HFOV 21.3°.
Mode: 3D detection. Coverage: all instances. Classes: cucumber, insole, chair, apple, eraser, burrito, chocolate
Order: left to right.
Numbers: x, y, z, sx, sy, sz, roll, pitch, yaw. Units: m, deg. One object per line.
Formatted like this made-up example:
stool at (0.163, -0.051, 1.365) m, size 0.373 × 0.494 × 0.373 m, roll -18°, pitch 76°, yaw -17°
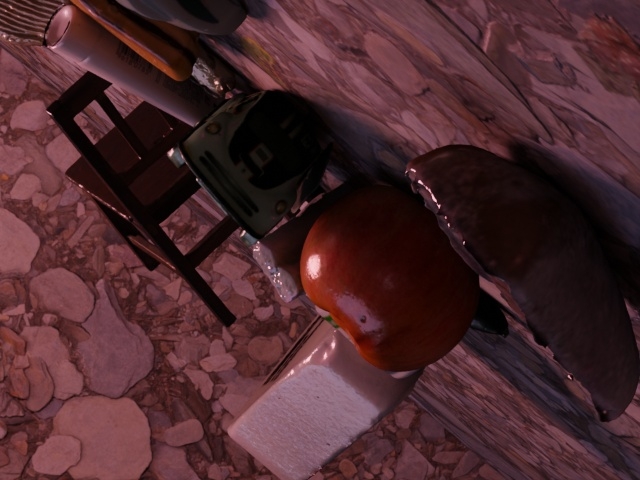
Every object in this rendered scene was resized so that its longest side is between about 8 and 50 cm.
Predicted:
chair at (-0.217, -0.116, 2.204) m, size 0.240 × 0.203 × 0.416 m, roll 37°, pitch 167°, yaw 51°
burrito at (-0.171, -0.232, 1.951) m, size 0.185 × 0.041 × 0.045 m, roll 41°, pitch 132°, yaw -6°
insole at (-0.013, -0.072, 1.980) m, size 0.003 × 0.080 × 0.232 m, roll 20°, pitch 173°, yaw -7°
eraser at (0.043, 0.168, 2.418) m, size 0.150 × 0.331 × 0.331 m, roll 42°, pitch 173°, yaw -1°
apple at (0.075, 0.042, 1.853) m, size 0.209 × 0.164 × 0.209 m, roll 42°, pitch 174°, yaw 6°
cucumber at (0.103, 0.043, 2.058) m, size 0.284 × 0.056 × 0.056 m, roll 25°, pitch 170°, yaw 13°
chocolate at (0.185, 0.027, 1.417) m, size 0.185 × 0.100 × 0.303 m, roll 48°, pitch 178°, yaw 41°

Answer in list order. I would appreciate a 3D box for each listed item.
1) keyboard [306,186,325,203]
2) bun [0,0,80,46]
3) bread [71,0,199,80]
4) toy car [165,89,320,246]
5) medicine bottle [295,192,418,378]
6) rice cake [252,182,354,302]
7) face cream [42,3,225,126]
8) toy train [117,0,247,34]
keyboard at (-0.009, -0.059, 2.277) m, size 0.310 × 0.018 × 0.101 m, roll 44°, pitch 174°, yaw -35°
bun at (-0.333, -0.307, 1.995) m, size 0.173 × 0.166 × 0.113 m, roll 48°, pitch -146°, yaw -10°
bread at (-0.211, -0.254, 1.846) m, size 0.200 × 0.077 × 0.116 m, roll 38°, pitch 172°, yaw 2°
toy car at (-0.068, -0.099, 1.882) m, size 0.136 × 0.125 × 0.306 m, roll 49°, pitch -166°, yaw -6°
medicine bottle at (0.055, 0.057, 2.173) m, size 0.237 × 0.139 × 0.139 m, roll 39°, pitch 174°, yaw -9°
rice cake at (0.000, 0.000, 1.975) m, size 0.085 × 0.040 × 0.226 m, roll 46°, pitch -144°, yaw 6°
face cream at (-0.206, -0.199, 1.973) m, size 0.244 × 0.092 × 0.058 m, roll 27°, pitch 138°, yaw -33°
toy train at (-0.176, -0.273, 1.478) m, size 0.086 × 0.088 × 0.407 m, roll 35°, pitch 173°, yaw 32°
